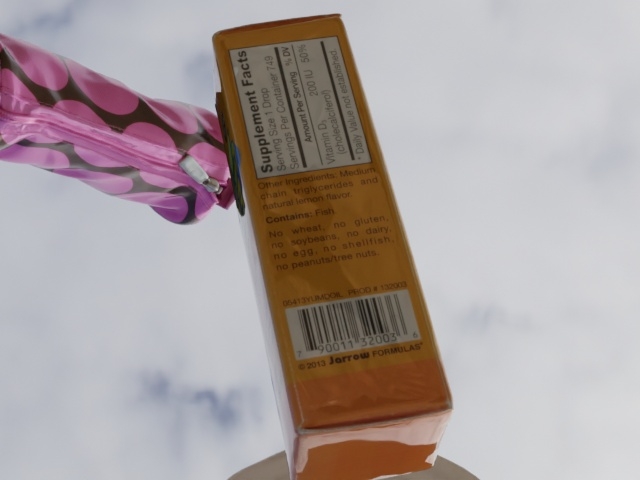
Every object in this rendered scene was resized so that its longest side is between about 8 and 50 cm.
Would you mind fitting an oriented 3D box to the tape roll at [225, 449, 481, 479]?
[{"bbox_3d":[0.024,0.284,0.921,0.286,0.100,0.286,-3,-114,7],"label":"tape roll"}]

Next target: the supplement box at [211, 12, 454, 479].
[{"bbox_3d":[0.000,0.000,0.665,0.080,0.078,0.233,-7,-121,-8],"label":"supplement box"}]

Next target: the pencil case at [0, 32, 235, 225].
[{"bbox_3d":[-0.147,-0.069,0.833,0.209,0.095,0.098,15,-157,-45],"label":"pencil case"}]
